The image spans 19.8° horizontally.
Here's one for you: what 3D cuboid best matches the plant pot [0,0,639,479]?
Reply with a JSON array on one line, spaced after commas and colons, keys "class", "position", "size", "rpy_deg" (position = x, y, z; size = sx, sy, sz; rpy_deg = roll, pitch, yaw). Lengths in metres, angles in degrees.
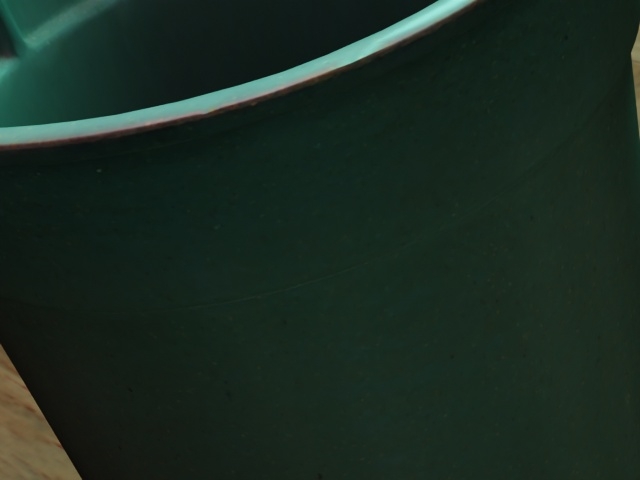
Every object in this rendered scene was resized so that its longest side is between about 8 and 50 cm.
[{"class": "plant pot", "position": [0.000, 0.000, 0.787], "size": [0.341, 0.334, 0.341], "rpy_deg": [-13, 33, 9]}]
